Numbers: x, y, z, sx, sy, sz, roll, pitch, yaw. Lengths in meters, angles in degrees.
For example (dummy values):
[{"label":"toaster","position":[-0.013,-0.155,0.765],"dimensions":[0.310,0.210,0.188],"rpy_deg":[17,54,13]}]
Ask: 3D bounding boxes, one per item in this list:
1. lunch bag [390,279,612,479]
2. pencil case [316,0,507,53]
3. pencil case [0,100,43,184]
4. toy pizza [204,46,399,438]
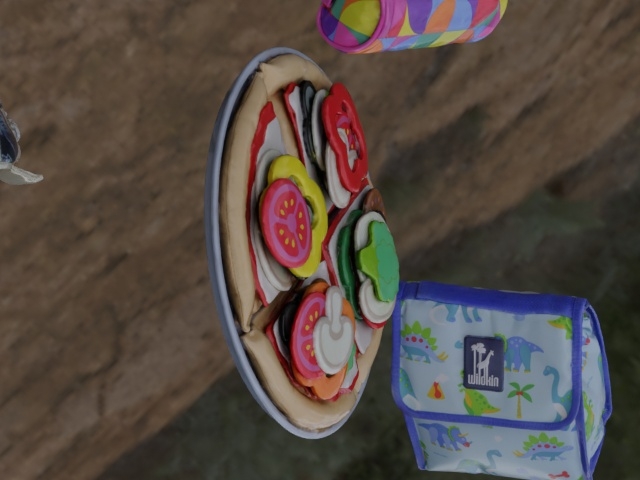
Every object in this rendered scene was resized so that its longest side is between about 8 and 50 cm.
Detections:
[{"label":"lunch bag","position":[0.120,0.088,0.967],"dimensions":[0.096,0.128,0.151],"rpy_deg":[-66,151,-43]},{"label":"pencil case","position":[0.098,-0.251,1.547],"dimensions":[0.236,0.104,0.104],"rpy_deg":[-14,137,-50]},{"label":"pencil case","position":[-0.337,-0.228,1.143],"dimensions":[0.160,0.410,0.183],"rpy_deg":[-13,173,41]},{"label":"toy pizza","position":[0.000,0.000,0.747],"dimensions":[0.201,0.032,0.201],"rpy_deg":[-6,90,-66]}]
